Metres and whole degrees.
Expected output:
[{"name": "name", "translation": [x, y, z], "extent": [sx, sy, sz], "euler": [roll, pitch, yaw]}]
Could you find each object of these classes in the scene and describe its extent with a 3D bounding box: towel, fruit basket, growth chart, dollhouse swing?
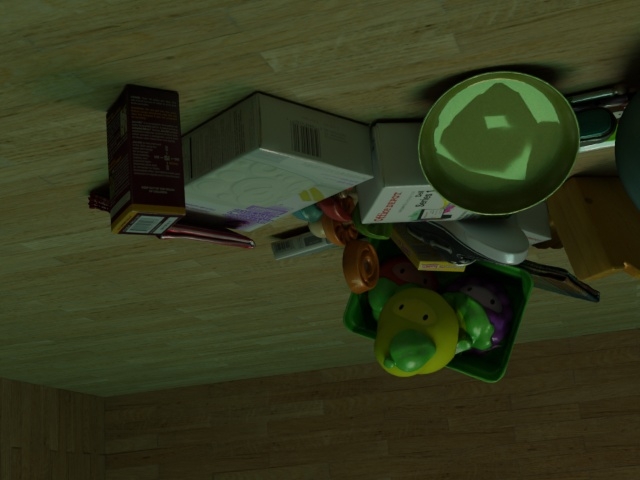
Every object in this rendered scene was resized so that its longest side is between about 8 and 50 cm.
[{"name": "towel", "translation": [-0.270, -0.032, 1.705], "extent": [0.199, 0.031, 0.275], "euler": [9, -173, -42]}, {"name": "fruit basket", "translation": [0.228, 0.143, 1.987], "extent": [0.392, 0.282, 0.392], "euler": [18, 180, 0]}, {"name": "growth chart", "translation": [0.457, -0.196, 1.571], "extent": [0.172, 0.021, 0.237], "euler": [-12, 159, 25]}, {"name": "towel", "translation": [0.417, 0.060, 2.150], "extent": [0.370, 0.040, 0.271], "euler": [14, 176, 33]}, {"name": "dollhouse swing", "translation": [0.637, 0.031, 1.973], "extent": [0.347, 0.315, 0.305], "euler": [0, 143, -17]}]

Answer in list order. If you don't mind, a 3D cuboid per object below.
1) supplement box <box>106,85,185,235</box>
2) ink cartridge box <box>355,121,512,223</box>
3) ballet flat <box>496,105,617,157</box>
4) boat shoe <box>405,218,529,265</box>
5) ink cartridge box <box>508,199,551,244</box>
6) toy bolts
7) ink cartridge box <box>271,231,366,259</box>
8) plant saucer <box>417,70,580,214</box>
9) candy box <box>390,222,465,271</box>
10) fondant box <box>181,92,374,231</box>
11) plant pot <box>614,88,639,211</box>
[{"name": "supplement box", "translation": [-0.251, -0.111, 1.369], "extent": [0.081, 0.188, 0.104], "euler": [3, 162, -29]}, {"name": "ink cartridge box", "translation": [0.212, -0.113, 1.620], "extent": [0.278, 0.117, 0.201], "euler": [-2, 164, -9]}, {"name": "ballet flat", "translation": [0.354, -0.164, 1.506], "extent": [0.213, 0.072, 0.068], "euler": [-6, 169, 9]}, {"name": "boat shoe", "translation": [0.259, -0.003, 1.760], "extent": [0.108, 0.102, 0.301], "euler": [-17, -149, -34]}, {"name": "ink cartridge box", "translation": [0.335, -0.049, 1.858], "extent": [0.176, 0.127, 0.128], "euler": [-21, 157, 40]}, {"name": "toy bolts", "translation": [0.007, -0.021, 1.777], "extent": [0.159, 0.218, 0.228], "euler": [-7, 146, 30]}, {"name": "ink cartridge box", "translation": [0.000, 0.000, 2.118], "extent": [0.145, 0.045, 0.179], "euler": [-16, 178, 32]}, {"name": "plant saucer", "translation": [0.268, -0.150, 1.451], "extent": [0.241, 0.037, 0.241], "euler": [2, 122, 4]}, {"name": "candy box", "translation": [0.207, 0.005, 1.959], "extent": [0.105, 0.027, 0.206], "euler": [4, -156, -22]}, {"name": "fondant box", "translation": [-0.111, -0.115, 1.566], "extent": [0.238, 0.096, 0.330], "euler": [10, 159, -41]}, {"name": "plant pot", "translation": [0.555, -0.146, 1.422], "extent": [0.290, 0.290, 0.195], "euler": [0, -163, -16]}]
